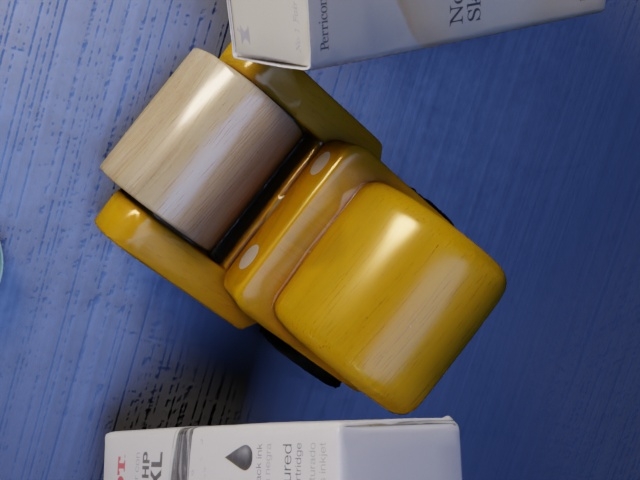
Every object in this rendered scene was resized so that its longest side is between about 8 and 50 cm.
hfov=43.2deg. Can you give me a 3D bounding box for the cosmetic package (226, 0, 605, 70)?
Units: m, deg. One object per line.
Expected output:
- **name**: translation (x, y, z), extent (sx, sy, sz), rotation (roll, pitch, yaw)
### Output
- **cosmetic package**: translation (0.082, -0.237, 0.622), extent (0.309, 0.113, 0.160), rotation (-20, 117, -31)

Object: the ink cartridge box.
- **ink cartridge box**: translation (-0.044, 0.256, 0.629), extent (0.129, 0.307, 0.223), rotation (10, 73, -41)

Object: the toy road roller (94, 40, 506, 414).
- **toy road roller**: translation (0.000, 0.000, 0.664), extent (0.329, 0.240, 0.202), rotation (38, 87, -26)

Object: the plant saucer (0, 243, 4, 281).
- **plant saucer**: translation (-0.322, 0.016, 0.660), extent (0.119, 0.021, 0.119), rotation (-5, 105, -20)
